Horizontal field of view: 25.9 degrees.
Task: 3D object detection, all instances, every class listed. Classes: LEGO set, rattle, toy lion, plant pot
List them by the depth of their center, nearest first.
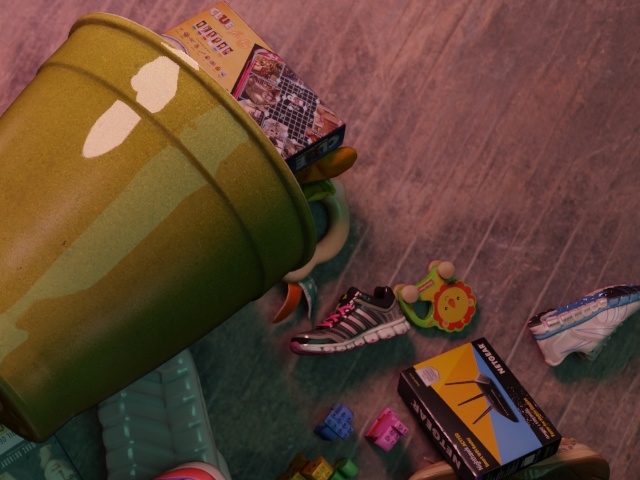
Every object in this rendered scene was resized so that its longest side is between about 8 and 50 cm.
[{"bbox_3d":[-0.255,0.013,1.472,0.366,0.366,0.353,48,69,-12],"label":"plant pot"},{"bbox_3d":[0.000,0.000,1.710,0.130,0.143,0.199,28,66,-41],"label":"rattle"},{"bbox_3d":[0.016,0.279,1.711,0.087,0.093,0.227,43,71,-13],"label":"LEGO set"},{"bbox_3d":[0.156,0.082,1.824,0.100,0.034,0.096,-31,105,-22],"label":"toy lion"}]

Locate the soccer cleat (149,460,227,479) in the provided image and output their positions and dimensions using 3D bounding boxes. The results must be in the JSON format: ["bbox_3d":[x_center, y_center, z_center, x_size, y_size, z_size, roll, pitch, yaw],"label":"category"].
[{"bbox_3d":[-0.243,0.350,1.523,0.318,0.116,0.108,-33,85,11],"label":"soccer cleat"}]

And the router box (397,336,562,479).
[{"bbox_3d":[0.200,0.219,1.765,0.133,0.046,0.179,-21,53,-23],"label":"router box"}]

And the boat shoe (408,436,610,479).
[{"bbox_3d":[0.233,0.312,1.813,0.285,0.089,0.104,-1,112,-20],"label":"boat shoe"}]

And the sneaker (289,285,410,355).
[{"bbox_3d":[0.032,0.099,1.753,0.170,0.063,0.074,-14,91,-28],"label":"sneaker"}]

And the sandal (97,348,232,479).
[{"bbox_3d":[-0.169,0.305,1.621,0.169,0.102,0.416,-2,91,15],"label":"sandal"}]

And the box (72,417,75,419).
[{"bbox_3d":[-0.304,0.129,1.629,0.094,0.027,0.137,-44,102,-18],"label":"box"}]

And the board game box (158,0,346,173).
[{"bbox_3d":[-0.109,-0.166,1.662,0.165,0.042,0.243,-32,64,-22],"label":"board game box"}]

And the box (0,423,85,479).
[{"bbox_3d":[-0.366,0.216,1.578,0.100,0.060,0.244,-34,98,-21],"label":"box"}]

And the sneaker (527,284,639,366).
[{"bbox_3d":[0.375,0.117,1.896,0.191,0.071,0.083,-20,99,-14],"label":"sneaker"}]
